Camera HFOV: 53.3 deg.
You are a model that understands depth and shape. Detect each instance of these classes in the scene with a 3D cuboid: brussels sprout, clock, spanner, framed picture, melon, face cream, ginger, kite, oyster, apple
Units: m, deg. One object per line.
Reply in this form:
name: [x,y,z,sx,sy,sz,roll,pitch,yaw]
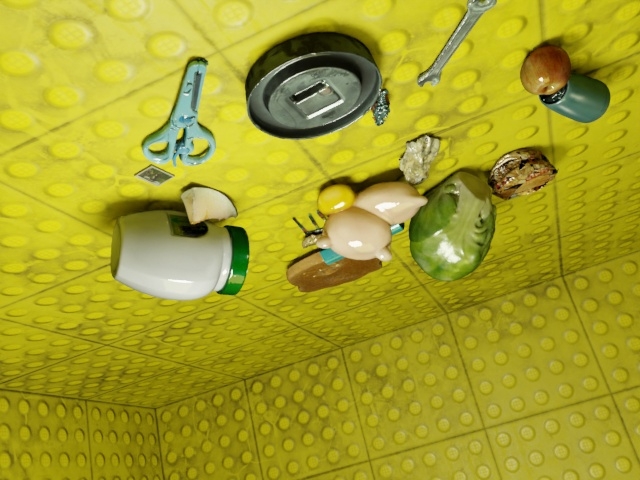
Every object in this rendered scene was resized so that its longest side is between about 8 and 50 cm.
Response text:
brussels sprout: [0.442,-0.049,2.126,0.289,0.281,0.354,-36,152,-58]
clock: [-0.018,-0.348,1.472,0.319,0.066,0.319,-12,156,-5]
spanner: [0.310,-0.457,1.474,0.071,0.017,0.302,-4,154,-22]
framed picture: [-0.441,-0.172,1.697,0.066,0.006,0.089,-25,154,23]
melon: [-0.312,-0.102,1.836,0.054,0.097,0.182,-18,176,36]
face cream: [-0.404,0.042,1.825,0.357,0.312,0.219,8,120,-26]
ginger: [0.000,-0.003,2.250,0.137,0.044,0.057,-10,178,-3]
kite: [-0.009,-0.038,2.228,0.152,0.015,0.285,-20,156,11]
oyster: [0.295,-0.233,1.902,0.133,0.071,0.209,-6,153,-25]
apple: [0.564,-0.422,1.588,0.126,0.102,0.126,-13,157,-6]

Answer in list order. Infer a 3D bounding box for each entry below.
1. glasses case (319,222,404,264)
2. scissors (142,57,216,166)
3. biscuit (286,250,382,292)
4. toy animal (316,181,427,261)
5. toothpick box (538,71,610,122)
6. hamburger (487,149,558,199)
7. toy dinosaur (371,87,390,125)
glasses case: [0.150,-0.009,2.246,0.301,0.070,0.117,-27,-172,20]
scissors: [-0.312,-0.282,1.492,0.180,0.032,0.393,-4,154,-24]
biscuit: [0.061,0.099,2.515,0.385,0.062,0.365,-17,158,7]
toy animal: [0.155,-0.036,2.004,0.345,0.246,0.277,-4,160,-1]
toothpick box: [0.675,-0.389,1.709,0.184,0.120,0.120,7,149,-33]
hamburger: [0.665,-0.215,2.108,0.231,0.106,0.231,-16,159,-6]
toy dinosaur: [0.152,-0.337,1.606,0.049,0.055,0.154,-8,159,-4]
